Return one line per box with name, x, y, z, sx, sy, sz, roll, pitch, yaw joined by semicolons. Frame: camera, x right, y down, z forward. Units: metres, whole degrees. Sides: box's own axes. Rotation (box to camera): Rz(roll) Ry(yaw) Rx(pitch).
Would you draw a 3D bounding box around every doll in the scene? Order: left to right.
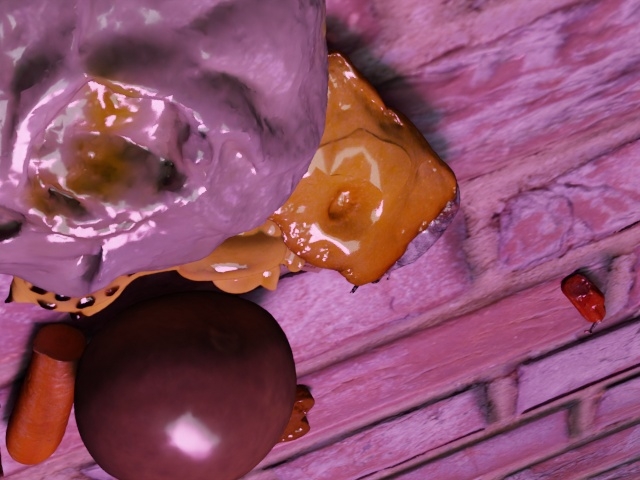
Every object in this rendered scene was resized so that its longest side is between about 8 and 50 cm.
doll;-0.153;0.012;0.902;0.291;0.086;0.117;-7;125;-19

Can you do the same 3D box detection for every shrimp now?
shrimp;0.079;-0.002;1.031;0.090;0.079;0.233;-43;170;-44

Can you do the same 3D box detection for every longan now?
longan;-0.140;0.154;0.989;0.248;0.248;0.248;-15;145;-11

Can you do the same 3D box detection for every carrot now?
carrot;-0.311;0.183;1.060;0.067;0.067;0.225;-1;139;-29

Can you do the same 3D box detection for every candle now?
candle;0.387;0.096;1.358;0.053;0.048;0.162;-4;156;27

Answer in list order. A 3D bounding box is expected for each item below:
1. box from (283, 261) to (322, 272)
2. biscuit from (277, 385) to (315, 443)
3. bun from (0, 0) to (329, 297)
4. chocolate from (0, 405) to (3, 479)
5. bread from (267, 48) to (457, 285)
box;0.000;0.000;1.028;0.053;0.024;0.083;14;130;-42
biscuit;-0.098;0.243;1.294;0.180;0.039;0.236;-25;144;5
bun;-0.160;-0.104;0.630;0.362;0.211;0.362;-10;139;-8
chocolate;-0.483;0.282;1.010;0.321;0.112;0.112;-36;141;1
bread;0.018;-0.062;0.875;0.161;0.088;0.233;-42;128;10
